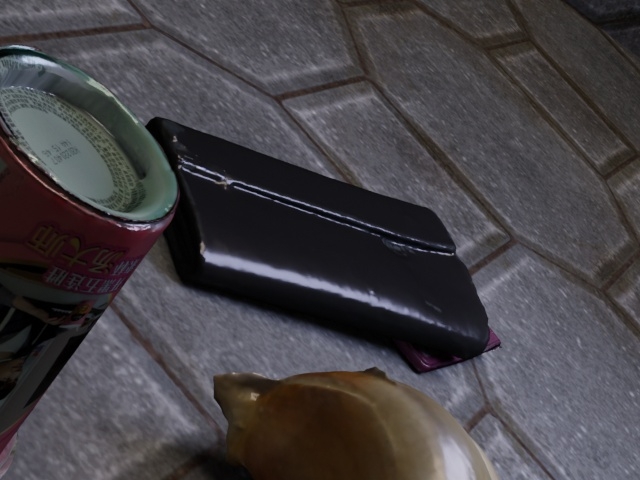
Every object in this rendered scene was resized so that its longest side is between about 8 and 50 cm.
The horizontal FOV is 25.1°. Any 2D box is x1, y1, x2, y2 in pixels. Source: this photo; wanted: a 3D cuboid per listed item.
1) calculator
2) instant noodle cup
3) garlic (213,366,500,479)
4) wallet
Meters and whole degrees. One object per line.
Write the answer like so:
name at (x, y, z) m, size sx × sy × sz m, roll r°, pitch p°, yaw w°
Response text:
calculator at (0.129, 0.093, 1.683) m, size 0.190 × 0.034 × 0.126 m, roll -10°, pitch 59°, yaw -54°
instant noodle cup at (-0.233, 0.011, 0.979) m, size 0.244 × 0.255 × 0.244 m, roll 37°, pitch 23°, yaw -19°
garlic at (0.052, 0.241, 1.164) m, size 0.249 × 0.286 × 0.313 m, roll -23°, pitch 54°, yaw -16°
wallet at (0.001, 0.000, 1.560) m, size 0.406 × 0.062 × 0.228 m, roll 18°, pitch 38°, yaw -37°
